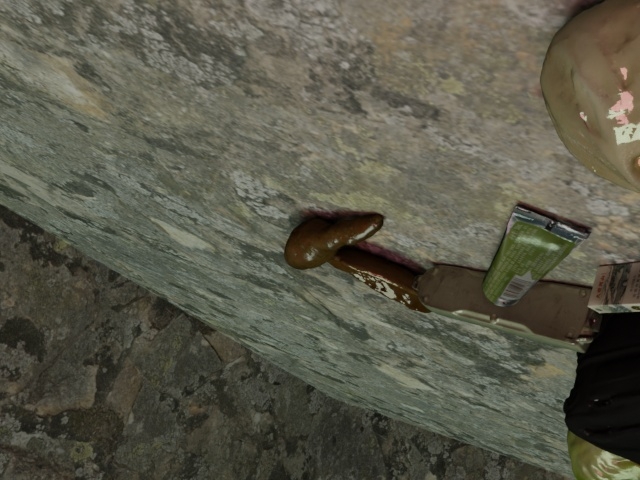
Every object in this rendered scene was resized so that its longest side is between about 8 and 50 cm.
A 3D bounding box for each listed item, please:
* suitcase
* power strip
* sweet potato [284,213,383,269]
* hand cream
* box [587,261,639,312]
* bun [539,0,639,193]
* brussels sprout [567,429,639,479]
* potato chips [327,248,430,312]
[{"bbox_3d":[0.520,0.207,0.915,0.345,0.188,0.339,27,158,-7],"label":"suitcase"},{"bbox_3d":[0.255,0.089,1.045,0.286,0.080,0.048,10,161,40],"label":"power strip"},{"bbox_3d":[0.000,-0.001,1.127,0.074,0.075,0.269,30,153,-21],"label":"sweet potato"},{"bbox_3d":[0.252,0.024,0.918,0.086,0.055,0.235,19,156,7],"label":"hand cream"},{"bbox_3d":[0.350,0.054,0.850,0.024,0.054,0.083,25,164,-19],"label":"box"},{"bbox_3d":[0.235,-0.080,0.506,0.183,0.102,0.183,23,166,6],"label":"bun"},{"bbox_3d":[0.543,0.345,1.210,0.259,0.227,0.294,-5,143,30],"label":"brussels sprout"},{"bbox_3d":[0.100,0.057,1.209,0.201,0.049,0.150,21,166,6],"label":"potato chips"}]
